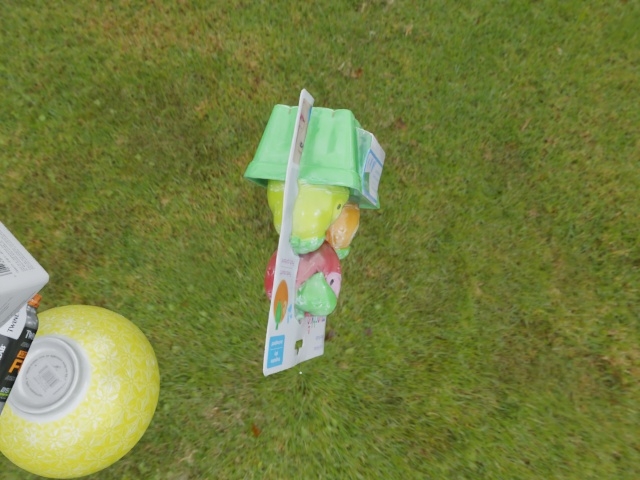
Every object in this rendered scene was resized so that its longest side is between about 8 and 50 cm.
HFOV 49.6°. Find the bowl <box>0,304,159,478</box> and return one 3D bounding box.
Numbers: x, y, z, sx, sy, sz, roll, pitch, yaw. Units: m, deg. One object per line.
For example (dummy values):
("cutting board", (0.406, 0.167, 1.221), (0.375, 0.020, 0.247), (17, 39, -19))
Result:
("bowl", (-0.417, 0.228, 1.106), (0.289, 0.156, 0.290), (0, 70, 1))

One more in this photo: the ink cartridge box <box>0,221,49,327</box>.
("ink cartridge box", (-0.456, 0.021, 0.739), (0.117, 0.278, 0.201), (-43, 89, 7))

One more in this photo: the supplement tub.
("supplement tub", (-0.459, 0.148, 0.936), (0.116, 0.117, 0.191), (19, 76, 2))

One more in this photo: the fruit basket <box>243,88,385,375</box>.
("fruit basket", (0.000, 0.000, 0.983), (0.165, 0.327, 0.354), (0, 85, 13))
